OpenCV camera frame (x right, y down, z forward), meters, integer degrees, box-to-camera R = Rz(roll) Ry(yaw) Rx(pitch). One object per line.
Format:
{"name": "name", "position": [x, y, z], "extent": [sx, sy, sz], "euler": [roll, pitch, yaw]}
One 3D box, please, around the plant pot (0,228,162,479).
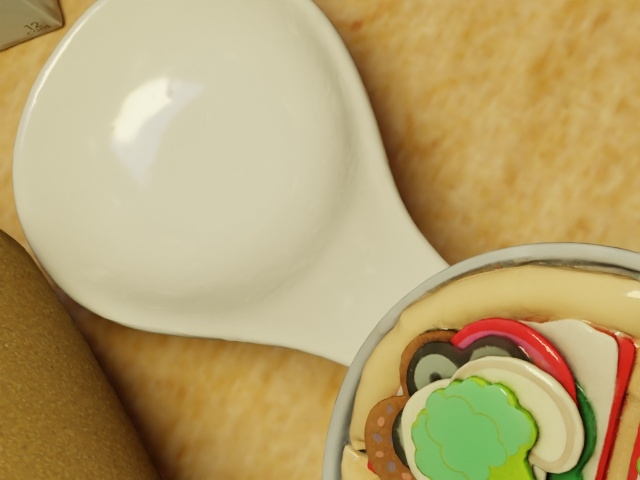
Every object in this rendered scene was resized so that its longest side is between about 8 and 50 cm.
{"name": "plant pot", "position": [-0.137, 0.123, 0.604], "extent": [0.237, 0.237, 0.254], "euler": [-25, 55, 15]}

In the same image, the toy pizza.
{"name": "toy pizza", "position": [0.076, 0.100, 0.526], "extent": [0.201, 0.032, 0.201], "euler": [14, 113, 35]}

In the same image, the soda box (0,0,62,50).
{"name": "soda box", "position": [-0.218, -0.091, 0.756], "extent": [0.216, 0.074, 0.069], "euler": [-19, 71, 17]}

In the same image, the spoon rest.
{"name": "spoon rest", "position": [0.000, 0.000, 0.638], "extent": [0.276, 0.084, 0.137], "euler": [36, 92, 25]}
